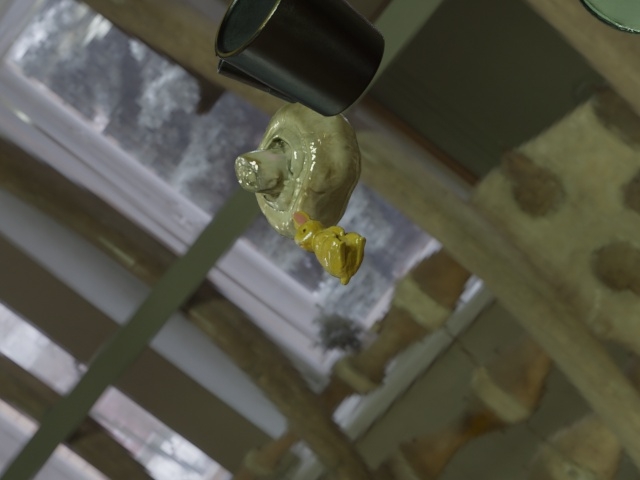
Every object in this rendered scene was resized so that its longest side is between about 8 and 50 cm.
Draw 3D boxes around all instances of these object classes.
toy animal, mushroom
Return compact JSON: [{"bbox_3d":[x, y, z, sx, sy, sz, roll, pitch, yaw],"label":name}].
[{"bbox_3d":[-0.002,0.003,2.024,0.070,0.159,0.083,-13,-57,-41],"label":"toy animal"},{"bbox_3d":[-0.055,-0.133,2.315,0.254,0.234,0.260,-13,77,54],"label":"mushroom"}]

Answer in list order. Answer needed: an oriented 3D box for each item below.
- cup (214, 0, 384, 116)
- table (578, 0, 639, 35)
[{"bbox_3d":[-0.039,-0.278,1.710,0.166,0.177,0.239,-61,28,-3],"label":"cup"},{"bbox_3d":[0.337,-0.306,1.184,0.220,0.126,0.126,-50,3,-32],"label":"table"}]
